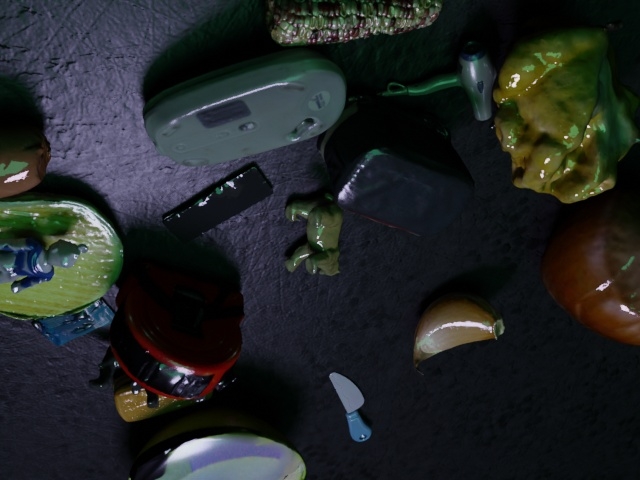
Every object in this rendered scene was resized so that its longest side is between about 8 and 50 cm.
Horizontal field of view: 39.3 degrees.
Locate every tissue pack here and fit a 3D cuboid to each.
[{"bbox_3d":[-0.464,0.153,1.696,0.138,0.028,0.085,-23,133,7],"label":"tissue pack"}]

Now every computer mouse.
[{"bbox_3d":[-0.119,-0.216,1.439,0.330,0.095,0.197,-14,146,9],"label":"computer mouse"}]

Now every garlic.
[{"bbox_3d":[0.275,0.178,1.887,0.206,0.128,0.115,-28,175,12],"label":"garlic"}]

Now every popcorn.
[{"bbox_3d":[0.404,-0.222,1.504,0.281,0.297,0.316,-8,106,41],"label":"popcorn"}]

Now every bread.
[{"bbox_3d":[-0.322,0.300,1.829,0.200,0.077,0.116,-16,131,-6],"label":"bread"},{"bbox_3d":[-0.493,0.029,1.569,0.301,0.045,0.301,-7,131,-8],"label":"bread"}]

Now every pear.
[{"bbox_3d":[-0.236,0.483,1.951,0.398,0.165,0.399,-8,131,-10],"label":"pear"}]

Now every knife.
[{"bbox_3d":[0.073,0.376,2.052,0.058,0.032,0.244,-17,128,1],"label":"knife"}]

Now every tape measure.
[{"bbox_3d":[-0.252,0.166,1.627,0.253,0.260,0.114,21,124,-24],"label":"tape measure"}]

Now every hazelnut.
[{"bbox_3d":[0.617,0.058,1.770,0.372,0.315,0.372,9,150,5],"label":"hazelnut"}]

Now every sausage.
[{"bbox_3d":[-0.569,-0.111,1.375,0.304,0.121,0.121,-11,132,-7],"label":"sausage"}]

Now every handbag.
[{"bbox_3d":[0.121,-0.127,1.527,0.254,0.181,0.181,16,127,-27],"label":"handbag"}]

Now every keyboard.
[{"bbox_3d":[-0.183,-0.063,1.604,0.196,0.015,0.074,-29,135,9],"label":"keyboard"}]

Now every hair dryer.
[{"bbox_3d":[0.218,-0.246,1.550,0.199,0.067,0.167,-24,139,18],"label":"hair dryer"}]

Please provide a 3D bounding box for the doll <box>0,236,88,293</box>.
[{"bbox_3d":[-0.498,0.037,1.510,0.227,0.057,0.114,-7,127,5],"label":"doll"}]

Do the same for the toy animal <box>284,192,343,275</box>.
[{"bbox_3d":[0.000,0.000,1.674,0.101,0.103,0.219,-23,133,-30],"label":"toy animal"}]

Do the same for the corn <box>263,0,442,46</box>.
[{"bbox_3d":[0.056,-0.354,1.375,0.289,0.098,0.098,-9,131,-15],"label":"corn"}]

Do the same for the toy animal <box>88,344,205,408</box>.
[{"bbox_3d":[-0.320,0.244,1.729,0.245,0.146,0.115,3,141,-15],"label":"toy animal"}]
